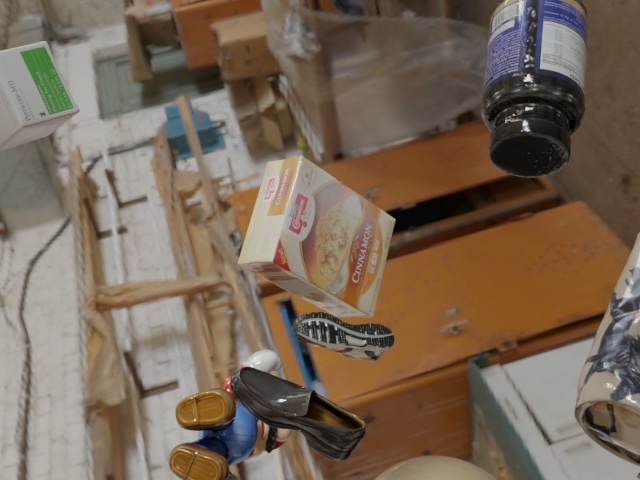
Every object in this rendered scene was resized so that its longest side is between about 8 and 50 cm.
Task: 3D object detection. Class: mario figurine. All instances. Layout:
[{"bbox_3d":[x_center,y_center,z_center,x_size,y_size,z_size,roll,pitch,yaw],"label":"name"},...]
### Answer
[{"bbox_3d":[-0.104,0.277,1.315,0.170,0.198,0.320,41,-178,11],"label":"mario figurine"}]

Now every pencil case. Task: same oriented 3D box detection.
[{"bbox_3d":[0.465,0.104,1.157,0.183,0.410,0.160,43,151,-25],"label":"pencil case"}]

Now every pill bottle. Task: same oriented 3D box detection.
[{"bbox_3d":[0.260,-0.193,1.084,0.122,0.123,0.219,87,-167,-62],"label":"pill bottle"}]

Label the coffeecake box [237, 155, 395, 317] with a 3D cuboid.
[{"bbox_3d":[0.000,0.000,1.126,0.068,0.185,0.142,-6,62,45],"label":"coffeecake box"}]

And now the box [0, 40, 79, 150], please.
[{"bbox_3d":[-0.379,-0.180,1.118,0.102,0.087,0.101,-20,96,47],"label":"box"}]

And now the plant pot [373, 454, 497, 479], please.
[{"bbox_3d":[0.171,0.459,1.295,0.191,0.284,0.284,64,-171,-75],"label":"plant pot"}]

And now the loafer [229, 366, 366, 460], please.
[{"bbox_3d":[-0.024,0.191,1.040,0.061,0.170,0.062,-55,10,40],"label":"loafer"}]

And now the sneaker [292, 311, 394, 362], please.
[{"bbox_3d":[0.021,0.106,0.934,0.043,0.109,0.040,116,163,-45],"label":"sneaker"}]
